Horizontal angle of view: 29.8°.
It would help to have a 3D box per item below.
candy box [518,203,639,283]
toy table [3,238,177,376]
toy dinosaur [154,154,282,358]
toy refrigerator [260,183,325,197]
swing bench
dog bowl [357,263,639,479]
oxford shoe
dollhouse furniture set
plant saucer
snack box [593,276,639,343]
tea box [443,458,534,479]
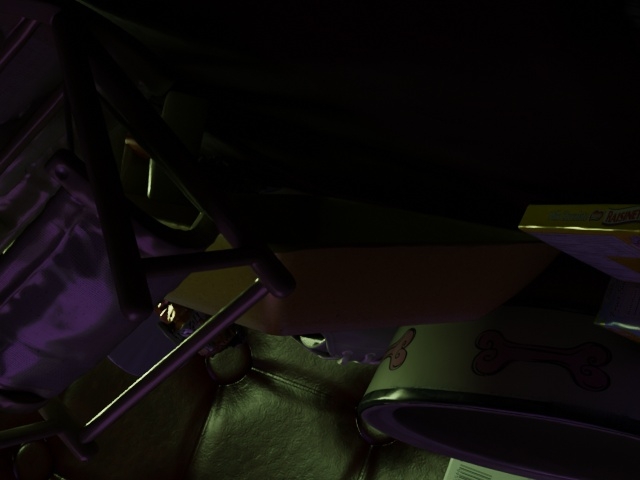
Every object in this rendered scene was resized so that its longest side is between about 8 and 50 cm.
[{"bbox_3d":[0.234,0.005,0.851,0.105,0.027,0.206,28,172,-18],"label":"candy box"},{"bbox_3d":[-0.236,0.011,1.444,0.252,0.274,0.161,-5,-159,-30],"label":"toy table"},{"bbox_3d":[-0.163,-0.025,1.218,0.164,0.322,0.218,-26,167,30],"label":"toy dinosaur"},{"bbox_3d":[0.000,0.000,1.337,0.269,0.094,0.102,16,169,26],"label":"toy refrigerator"},{"bbox_3d":[-0.200,0.001,0.828,0.165,0.253,0.254,-6,-119,-55],"label":"swing bench"},{"bbox_3d":[0.251,0.145,1.195,0.408,0.150,0.408,12,164,3],"label":"dog bowl"},{"bbox_3d":[0.058,0.104,1.575,0.449,0.130,0.169,22,171,-38],"label":"oxford shoe"},{"bbox_3d":[-0.256,-0.128,1.014,0.259,0.135,0.262,10,-177,-42],"label":"dollhouse furniture set"},{"bbox_3d":[-0.019,0.015,1.044,0.333,0.081,0.333,0,-172,-41],"label":"plant saucer"},{"bbox_3d":[0.341,0.073,0.921,0.174,0.070,0.207,23,172,-19],"label":"snack box"},{"bbox_3d":[0.375,0.323,1.890,0.220,0.329,0.323,16,173,31],"label":"tea box"}]
